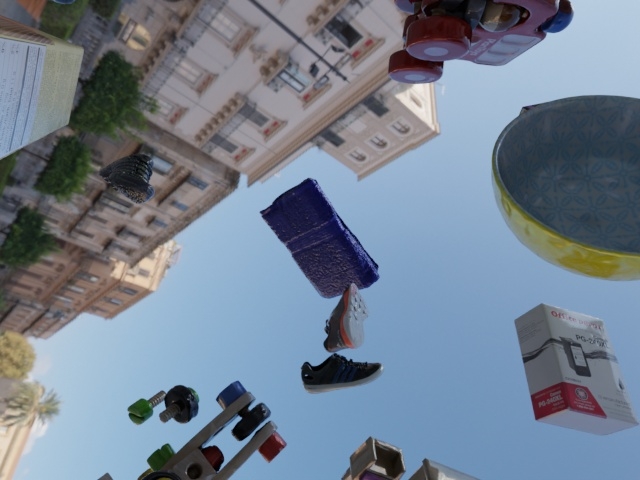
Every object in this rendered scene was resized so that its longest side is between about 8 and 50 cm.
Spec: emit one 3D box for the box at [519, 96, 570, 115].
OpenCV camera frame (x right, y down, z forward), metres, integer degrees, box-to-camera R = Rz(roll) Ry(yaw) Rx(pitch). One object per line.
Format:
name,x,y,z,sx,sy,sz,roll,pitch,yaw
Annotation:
box,0.576,-0.294,1.060,0.029,0.162,0.116,96,-30,-43

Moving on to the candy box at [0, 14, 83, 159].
candy box,-0.282,-0.123,0.280,0.087,0.183,0.316,-70,-157,15

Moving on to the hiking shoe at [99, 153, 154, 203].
hiking shoe,-0.451,-0.165,1.076,0.227,0.086,0.114,25,-110,41

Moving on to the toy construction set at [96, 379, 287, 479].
toy construction set,-0.174,0.369,0.582,0.257,0.237,0.309,-26,-90,34

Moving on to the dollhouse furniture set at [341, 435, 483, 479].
dollhouse furniture set,0.163,0.547,0.722,0.198,0.286,0.303,-59,-166,22

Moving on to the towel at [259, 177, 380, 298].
towel,0.000,0.000,1.147,0.227,0.308,0.076,-23,-165,49

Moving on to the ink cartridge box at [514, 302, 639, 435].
ink cartridge box,0.340,0.171,0.605,0.063,0.109,0.150,119,-18,-49

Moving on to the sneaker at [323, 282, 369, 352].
sneaker,0.033,0.118,0.694,0.065,0.061,0.158,-27,-169,19

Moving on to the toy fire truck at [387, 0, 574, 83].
toy fire truck,0.258,-0.367,0.739,0.302,0.254,0.169,-139,-127,-84

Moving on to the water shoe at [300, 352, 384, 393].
water shoe,0.052,0.310,1.073,0.073,0.203,0.080,158,-81,-87

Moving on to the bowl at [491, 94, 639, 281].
bowl,0.374,-0.047,0.603,0.289,0.156,0.289,-5,-130,7

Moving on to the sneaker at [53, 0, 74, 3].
sneaker,-0.218,-0.402,0.485,0.341,0.125,0.139,-54,179,-25
